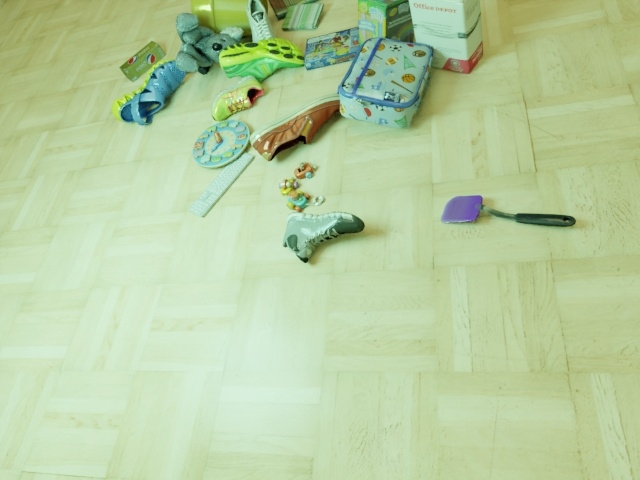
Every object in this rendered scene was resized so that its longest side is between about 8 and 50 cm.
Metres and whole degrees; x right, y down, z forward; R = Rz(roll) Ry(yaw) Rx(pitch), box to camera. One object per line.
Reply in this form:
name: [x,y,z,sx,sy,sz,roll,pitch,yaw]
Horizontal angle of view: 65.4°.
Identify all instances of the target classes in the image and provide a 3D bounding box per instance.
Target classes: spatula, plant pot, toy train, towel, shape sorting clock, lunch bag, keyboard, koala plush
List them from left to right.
koala plush: [-0.388,-0.695,1.793,0.221,0.203,0.196,3,102,-2]
shape sorting clock: [-0.325,-0.318,1.619,0.206,0.040,0.206,-13,54,18]
keyboard: [-0.307,-0.179,1.542,0.072,0.014,0.256,26,70,33]
plant pot: [-0.334,-0.878,1.889,0.239,0.254,0.254,6,59,6]
toy train: [-0.058,-0.159,1.413,0.125,0.046,0.166,-24,52,5]
towel: [-0.066,-0.840,1.876,0.152,0.023,0.113,10,73,29]
towel: [-0.040,-1.038,1.997,0.370,0.040,0.271,-25,52,4]
lunch bag: [0.184,-0.463,1.449,0.243,0.115,0.303,17,58,13]
spatula: [0.434,-0.062,1.168,0.296,0.030,0.084,10,60,27]

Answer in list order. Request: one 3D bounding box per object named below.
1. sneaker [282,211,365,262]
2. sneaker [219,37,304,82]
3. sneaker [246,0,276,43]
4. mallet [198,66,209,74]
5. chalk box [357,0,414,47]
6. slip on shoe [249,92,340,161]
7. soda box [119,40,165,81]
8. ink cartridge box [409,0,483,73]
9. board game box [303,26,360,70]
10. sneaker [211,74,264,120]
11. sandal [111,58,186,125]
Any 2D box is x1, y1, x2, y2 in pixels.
sneaker: [0.000,0.000,1.271,0.229,0.086,0.132,1,63,34]
sneaker: [-0.200,-0.625,1.740,0.296,0.123,0.109,-4,62,-4]
sneaker: [-0.206,-0.740,1.765,0.090,0.095,0.235,-24,95,-5]
mallet: [-0.511,-0.657,1.930,0.190,0.039,0.062,-8,58,22]
chalk box: [0.205,-0.706,1.555,0.132,0.213,0.132,-31,49,-24]
slip on shoe: [-0.050,-0.343,1.507,0.331,0.123,0.101,-30,88,-8]
soda box: [-0.732,-0.739,2.051,0.181,0.058,0.061,-45,54,-12]
ink cartridge box: [0.364,-0.617,1.434,0.172,0.237,0.100,25,70,32]
board game box: [0.047,-0.662,1.714,0.201,0.035,0.136,-6,56,17]
sneaker: [-0.278,-0.474,1.688,0.208,0.081,0.094,-44,61,-8]
sandal: [-0.610,-0.532,1.837,0.317,0.126,0.138,-47,57,-2]
